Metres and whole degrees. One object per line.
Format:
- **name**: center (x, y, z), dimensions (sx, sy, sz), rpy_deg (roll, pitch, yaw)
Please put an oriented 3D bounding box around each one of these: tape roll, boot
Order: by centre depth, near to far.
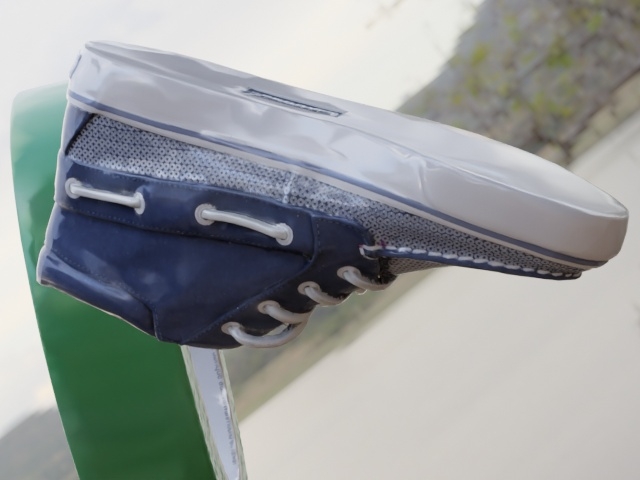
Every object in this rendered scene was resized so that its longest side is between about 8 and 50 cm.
- **boot**: center (0.000, 0.000, 0.621), dimensions (0.069, 0.190, 0.086), rpy_deg (-19, -55, -66)
- **tape roll**: center (-0.112, 0.055, 1.198), dimensions (0.077, 0.321, 0.321), rpy_deg (-14, -4, 0)
